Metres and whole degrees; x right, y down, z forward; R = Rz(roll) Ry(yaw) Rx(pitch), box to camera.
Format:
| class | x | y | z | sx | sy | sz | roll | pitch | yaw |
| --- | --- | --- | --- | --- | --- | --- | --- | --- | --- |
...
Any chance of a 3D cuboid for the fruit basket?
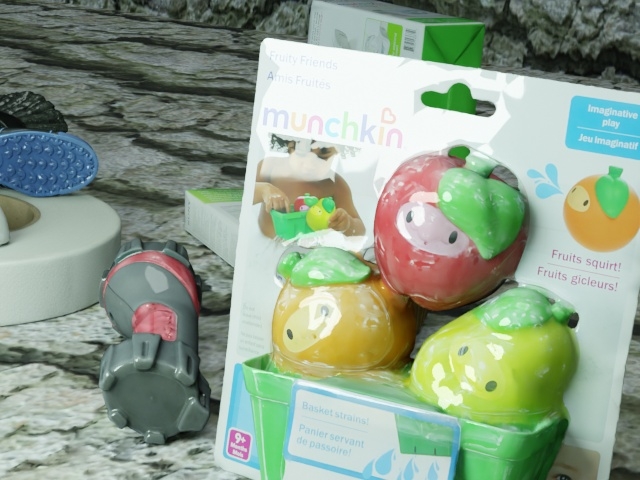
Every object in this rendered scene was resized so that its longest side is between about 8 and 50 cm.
| class | x | y | z | sx | sy | sz | roll | pitch | yaw |
| --- | --- | --- | --- | --- | --- | --- | --- | --- | --- |
| fruit basket | 0.072 | 0.045 | 1.201 | 0.327 | 0.353 | 0.165 | 12 | 16 | 23 |

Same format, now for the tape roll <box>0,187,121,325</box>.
| class | x | y | z | sx | sy | sz | roll | pitch | yaw |
| --- | --- | --- | --- | --- | --- | --- | --- | --- | --- |
| tape roll | -0.408 | 0.001 | 1.745 | 0.392 | 0.072 | 0.392 | 4 | 16 | -1 |

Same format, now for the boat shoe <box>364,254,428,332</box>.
| class | x | y | z | sx | sy | sz | roll | pitch | yaw |
| --- | --- | --- | --- | --- | --- | --- | --- | --- | --- |
| boat shoe | 0.044 | 0.057 | 1.625 | 0.096 | 0.098 | 0.277 | 12 | 18 | 21 |

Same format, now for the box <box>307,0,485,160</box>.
| class | x | y | z | sx | sy | sz | roll | pitch | yaw |
| --- | --- | --- | --- | --- | --- | --- | --- | --- | --- |
| box | 0.089 | -0.188 | 2.223 | 0.127 | 0.261 | 0.231 | -8 | 19 | -40 |

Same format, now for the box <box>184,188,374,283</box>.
| class | x | y | z | sx | sy | sz | roll | pitch | yaw |
| --- | --- | --- | --- | --- | --- | --- | --- | --- | --- |
| box | 0.000 | 0.000 | 1.902 | 0.232 | 0.058 | 0.322 | -3 | 18 | -25 |

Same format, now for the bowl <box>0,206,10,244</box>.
| class | x | y | z | sx | sy | sz | roll | pitch | yaw |
| --- | --- | --- | --- | --- | --- | --- | --- | --- | --- |
| bowl | -0.401 | -0.028 | 1.623 | 0.142 | 0.053 | 0.142 | 18 | 22 | 40 |

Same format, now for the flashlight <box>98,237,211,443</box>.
| class | x | y | z | sx | sy | sz | roll | pitch | yaw |
| --- | --- | --- | --- | --- | --- | --- | --- | --- | --- |
| flashlight | -0.158 | 0.084 | 1.469 | 0.103 | 0.103 | 0.304 | -22 | 16 | 4 |

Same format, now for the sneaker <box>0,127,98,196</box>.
| class | x | y | z | sx | sy | sz | roll | pitch | yaw |
| --- | --- | --- | --- | --- | --- | --- | --- | --- | --- |
| sneaker | -0.372 | -0.099 | 1.834 | 0.232 | 0.081 | 0.090 | 0 | 22 | -12 |

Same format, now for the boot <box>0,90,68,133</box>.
| class | x | y | z | sx | sy | sz | roll | pitch | yaw |
| --- | --- | --- | --- | --- | --- | --- | --- | --- | --- |
| boot | -0.529 | -0.138 | 2.087 | 0.348 | 0.131 | 0.260 | 20 | 26 | 14 |
